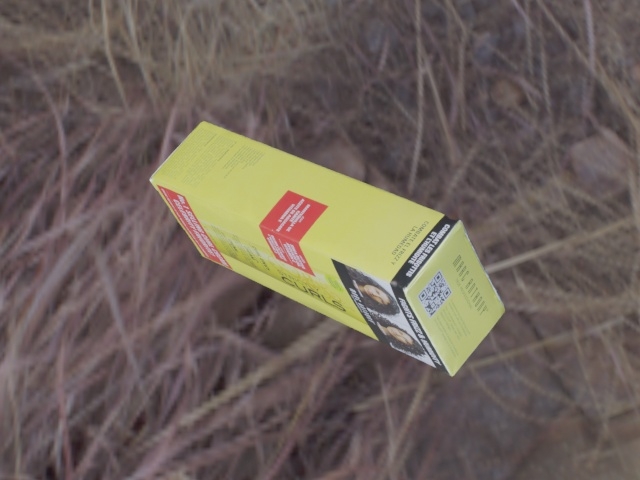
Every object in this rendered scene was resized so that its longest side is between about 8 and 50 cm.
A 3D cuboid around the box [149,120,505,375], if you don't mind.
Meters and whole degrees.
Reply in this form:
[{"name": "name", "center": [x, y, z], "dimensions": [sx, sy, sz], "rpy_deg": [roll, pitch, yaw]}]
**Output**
[{"name": "box", "center": [0.000, 0.000, 1.015], "dimensions": [0.058, 0.232, 0.087], "rpy_deg": [-48, 136, -18]}]
